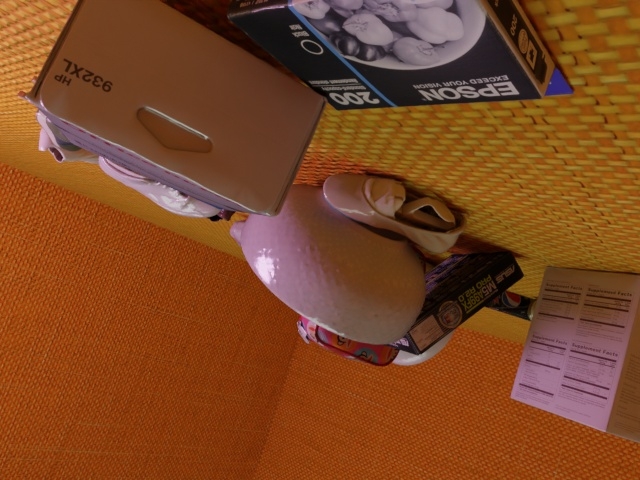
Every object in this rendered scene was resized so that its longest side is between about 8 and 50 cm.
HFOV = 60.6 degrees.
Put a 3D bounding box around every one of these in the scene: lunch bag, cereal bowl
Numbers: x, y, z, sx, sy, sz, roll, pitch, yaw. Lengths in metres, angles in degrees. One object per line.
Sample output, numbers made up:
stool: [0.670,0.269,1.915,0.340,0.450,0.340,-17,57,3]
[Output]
lunch bag: [0.081,0.112,1.210,0.258,0.293,0.120,25,170,-23]
cereal bowl: [0.042,0.008,0.928,0.339,0.141,0.339,26,-158,-12]

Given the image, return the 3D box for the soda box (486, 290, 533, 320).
soda box: [0.509,0.170,1.491,0.169,0.053,0.060,17,171,3]

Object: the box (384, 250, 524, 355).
box: [0.235,0.117,1.094,0.060,0.270,0.216,59,163,-6]

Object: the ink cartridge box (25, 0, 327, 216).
ink cartridge box: [-0.157,-0.129,0.600,0.223,0.129,0.307,25,176,-19]

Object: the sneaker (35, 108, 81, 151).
sneaker: [-0.491,-0.213,1.099,0.086,0.064,0.192,23,168,-1]

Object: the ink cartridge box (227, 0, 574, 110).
ink cartridge box: [0.066,-0.147,0.437,0.206,0.045,0.208,10,170,43]

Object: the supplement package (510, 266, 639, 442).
supplement package: [0.520,0.208,1.003,0.199,0.262,0.198,23,171,-28]

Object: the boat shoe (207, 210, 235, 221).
boat shoe: [-0.278,-0.086,1.450,0.073,0.073,0.207,21,172,-25]

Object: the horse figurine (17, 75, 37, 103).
horse figurine: [-0.386,-0.210,0.908,0.263,0.066,0.174,12,164,48]

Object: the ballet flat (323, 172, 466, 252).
ballet flat: [0.125,-0.054,0.845,0.248,0.086,0.086,21,171,-25]

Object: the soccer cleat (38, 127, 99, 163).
soccer cleat: [-0.578,-0.209,1.270,0.068,0.076,0.196,16,171,17]

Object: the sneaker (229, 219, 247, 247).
sneaker: [-0.194,-0.007,1.722,0.111,0.103,0.252,18,166,29]

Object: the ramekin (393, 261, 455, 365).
ramekin: [0.204,0.164,1.393,0.135,0.277,0.277,34,164,-35]

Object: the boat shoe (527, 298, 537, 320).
boat shoe: [0.640,0.220,1.448,0.223,0.080,0.073,28,173,-28]

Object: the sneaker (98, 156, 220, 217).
sneaker: [-0.335,-0.128,1.178,0.292,0.108,0.169,22,174,-19]
